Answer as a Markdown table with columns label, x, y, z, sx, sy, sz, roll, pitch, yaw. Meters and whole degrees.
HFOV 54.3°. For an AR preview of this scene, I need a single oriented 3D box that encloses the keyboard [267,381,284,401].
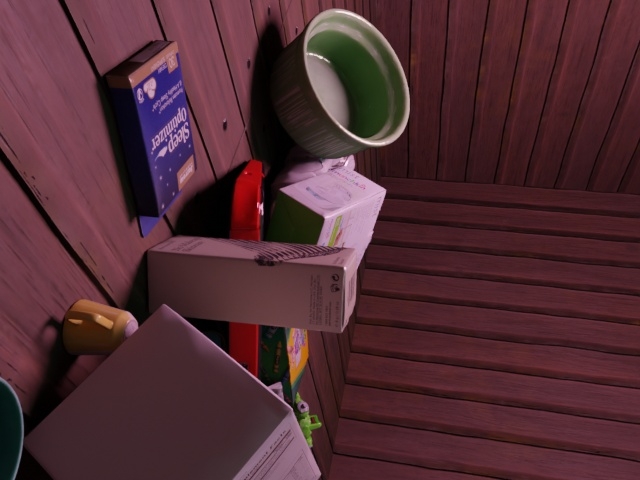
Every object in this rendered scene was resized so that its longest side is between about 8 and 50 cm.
| label | x | y | z | sx | sy | sz | roll | pitch | yaw |
| --- | --- | --- | --- | --- | --- | --- | --- | --- | --- |
| keyboard | -0.116 | 0.435 | 1.497 | 0.014 | 0.072 | 0.255 | -123 | -157 | -48 |

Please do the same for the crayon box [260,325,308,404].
| label | x | y | z | sx | sy | sz | roll | pitch | yaw |
| --- | --- | --- | --- | --- | --- | --- | --- | --- | --- |
| crayon box | -0.091 | 0.232 | 1.472 | 0.165 | 0.081 | 0.278 | -71 | 162 | -50 |

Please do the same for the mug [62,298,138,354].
| label | x | y | z | sx | sy | sz | roll | pitch | yaw |
| --- | --- | --- | --- | --- | --- | --- | --- | --- | --- |
| mug | -0.240 | 0.100 | 0.682 | 0.078 | 0.064 | 0.062 | -29 | 124 | -77 |

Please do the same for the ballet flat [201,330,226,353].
| label | x | y | z | sx | sy | sz | roll | pitch | yaw |
| --- | --- | --- | --- | --- | --- | --- | --- | --- | --- |
| ballet flat | -0.192 | 0.256 | 0.982 | 0.073 | 0.080 | 0.232 | 99 | 4 | -53 |

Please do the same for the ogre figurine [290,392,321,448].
| label | x | y | z | sx | sy | sz | roll | pitch | yaw |
| --- | --- | --- | --- | --- | --- | --- | --- | --- | --- |
| ogre figurine | -0.061 | 0.463 | 1.623 | 0.118 | 0.097 | 0.196 | 24 | -76 | 59 |

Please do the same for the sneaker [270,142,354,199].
| label | x | y | z | sx | sy | sz | roll | pitch | yaw |
| --- | --- | --- | --- | --- | --- | --- | --- | --- | --- |
| sneaker | -0.029 | -0.226 | 1.463 | 0.366 | 0.138 | 0.210 | -42 | 125 | -61 |

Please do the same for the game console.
| label | x | y | z | sx | sy | sz | roll | pitch | yaw |
| --- | --- | --- | --- | --- | --- | --- | --- | --- | --- |
| game console | -0.132 | 0.064 | 1.125 | 0.342 | 0.060 | 0.386 | -109 | -158 | -74 |

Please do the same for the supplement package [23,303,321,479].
| label | x | y | z | sx | sy | sz | roll | pitch | yaw |
| --- | --- | --- | --- | --- | --- | --- | --- | --- | --- |
| supplement package | -0.146 | 0.251 | 0.713 | 0.198 | 0.199 | 0.262 | -46 | 153 | -21 |

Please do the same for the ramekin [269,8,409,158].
| label | x | y | z | sx | sy | sz | roll | pitch | yaw |
| --- | --- | --- | --- | --- | --- | --- | --- | --- | --- |
| ramekin | 0.036 | -0.323 | 1.345 | 0.304 | 0.148 | 0.303 | 14 | 68 | -38 |

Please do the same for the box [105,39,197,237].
| label | x | y | z | sx | sy | sz | roll | pitch | yaw |
| --- | --- | --- | --- | --- | --- | --- | --- | --- | --- |
| box | -0.209 | -0.129 | 0.813 | 0.136 | 0.037 | 0.225 | -70 | 163 | -53 |

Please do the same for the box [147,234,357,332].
| label | x | y | z | sx | sy | sz | roll | pitch | yaw |
| --- | --- | --- | --- | --- | --- | --- | --- | --- | --- |
| box | -0.092 | 0.055 | 0.869 | 0.113 | 0.275 | 0.094 | -51 | 144 | -74 |

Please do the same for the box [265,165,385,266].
| label | x | y | z | sx | sy | sz | roll | pitch | yaw |
| --- | --- | --- | --- | --- | --- | --- | --- | --- | --- |
| box | 0.000 | 0.000 | 1.333 | 0.231 | 0.127 | 0.261 | -28 | 144 | -48 |

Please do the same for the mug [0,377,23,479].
| label | x | y | z | sx | sy | sz | roll | pitch | yaw |
| --- | --- | --- | --- | --- | --- | --- | --- | --- | --- |
| mug | -0.283 | 0.150 | 0.398 | 0.157 | 0.098 | 0.129 | -58 | 152 | -65 |
